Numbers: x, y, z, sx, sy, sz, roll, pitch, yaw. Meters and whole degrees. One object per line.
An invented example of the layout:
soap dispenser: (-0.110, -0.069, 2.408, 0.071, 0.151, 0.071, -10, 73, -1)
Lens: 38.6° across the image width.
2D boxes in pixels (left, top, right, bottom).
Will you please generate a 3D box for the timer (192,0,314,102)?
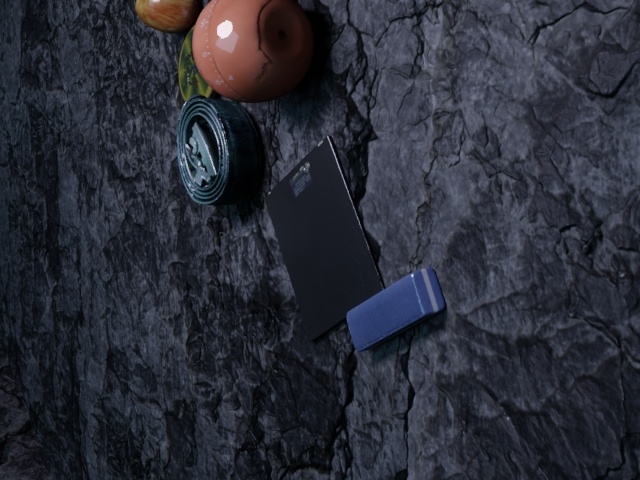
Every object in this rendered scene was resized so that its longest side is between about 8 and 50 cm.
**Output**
timer: (-0.132, -0.382, 1.783, 0.215, 0.230, 0.229, -4, 88, 52)

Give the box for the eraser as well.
eraser: (0.129, 0.126, 1.618, 0.225, 0.036, 0.082, -38, 63, 47)

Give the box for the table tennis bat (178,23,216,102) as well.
table tennis bat: (-0.252, -0.413, 2.101, 0.321, 0.050, 0.198, -3, 87, 58)

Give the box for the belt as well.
belt: (-0.228, -0.205, 2.015, 0.206, 0.116, 0.267, -31, 70, 46)

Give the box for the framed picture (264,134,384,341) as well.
framed picture: (0.000, 0.000, 1.806, 0.255, 0.014, 0.338, -41, 60, 45)

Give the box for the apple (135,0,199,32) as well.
apple: (-0.365, -0.562, 2.165, 0.146, 0.131, 0.146, -7, 81, 57)
